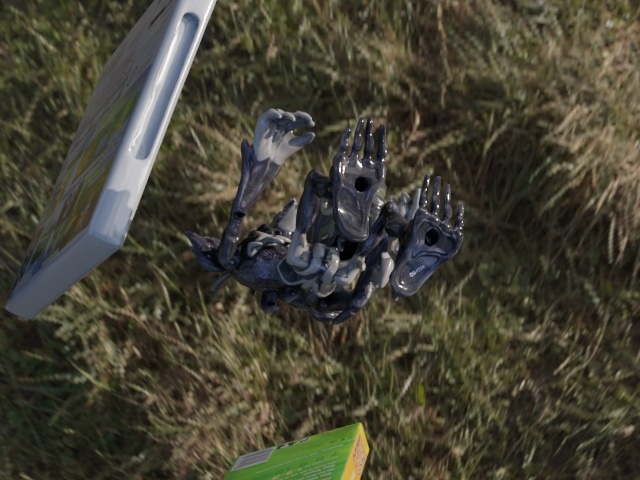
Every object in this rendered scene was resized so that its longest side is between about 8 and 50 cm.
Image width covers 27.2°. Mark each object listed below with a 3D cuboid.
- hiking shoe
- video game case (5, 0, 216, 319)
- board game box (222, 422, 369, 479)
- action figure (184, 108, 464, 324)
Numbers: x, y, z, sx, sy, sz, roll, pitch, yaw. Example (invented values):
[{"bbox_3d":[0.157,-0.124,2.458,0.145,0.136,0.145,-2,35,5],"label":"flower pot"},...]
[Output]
[{"bbox_3d":[0.000,0.000,1.849,0.227,0.086,0.114,-34,44,35],"label":"hiking shoe"},{"bbox_3d":[-0.197,-0.093,1.252,0.036,0.329,0.300,25,67,-18],"label":"video game case"},{"bbox_3d":[-0.032,0.212,1.091,0.124,0.259,0.039,-17,92,9],"label":"board game box"},{"bbox_3d":[0.005,-0.013,1.025,0.164,0.275,0.141,31,69,-19],"label":"action figure"}]
